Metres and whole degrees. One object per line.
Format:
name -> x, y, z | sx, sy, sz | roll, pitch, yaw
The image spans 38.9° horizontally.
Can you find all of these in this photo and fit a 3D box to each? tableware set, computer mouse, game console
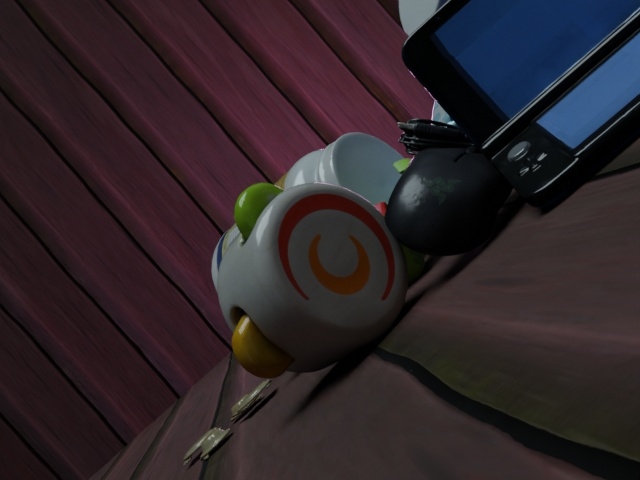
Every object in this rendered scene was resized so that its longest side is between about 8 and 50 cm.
tableware set -> -0.130, 0.259, 1.286 | 0.168, 0.020, 0.141 | -43, -1, -20
computer mouse -> 0.154, -0.078, 1.050 | 0.272, 0.188, 0.072 | -56, -23, -53
game console -> 0.253, -0.212, 0.924 | 0.293, 0.173, 0.250 | -42, 17, 11

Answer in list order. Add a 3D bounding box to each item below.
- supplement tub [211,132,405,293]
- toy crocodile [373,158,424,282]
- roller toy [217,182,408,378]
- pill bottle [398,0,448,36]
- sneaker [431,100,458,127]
supplement tub -> 0.000, 0.000, 1.417 | 0.316, 0.228, 0.228 | -41, 1, 38
toy crocodile -> 0.037, 0.032, 1.212 | 0.340, 0.105, 0.115 | -42, 23, 23
roller toy -> -0.012, 0.048, 1.021 | 0.191, 0.209, 0.146 | 3, -25, -29
pill bottle -> 0.320, -0.385, 1.430 | 0.361, 0.204, 0.204 | 2, -15, -18
sneaker -> 0.205, -0.139, 1.340 | 0.366, 0.150, 0.135 | -52, 4, -38
